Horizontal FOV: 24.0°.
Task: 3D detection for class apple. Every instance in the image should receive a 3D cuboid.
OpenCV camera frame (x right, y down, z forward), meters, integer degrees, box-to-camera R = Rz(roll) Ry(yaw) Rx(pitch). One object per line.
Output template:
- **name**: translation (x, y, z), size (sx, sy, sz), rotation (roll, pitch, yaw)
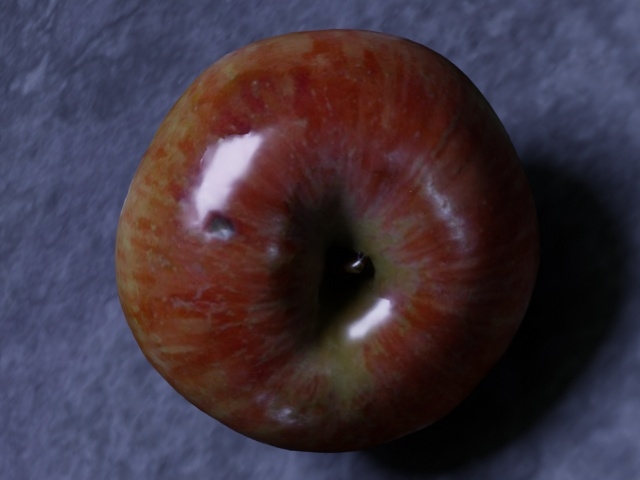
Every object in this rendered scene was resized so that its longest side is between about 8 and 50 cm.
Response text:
- **apple**: translation (0.000, 0.000, 0.518), size (0.146, 0.146, 0.131), rotation (-52, 11, 6)
